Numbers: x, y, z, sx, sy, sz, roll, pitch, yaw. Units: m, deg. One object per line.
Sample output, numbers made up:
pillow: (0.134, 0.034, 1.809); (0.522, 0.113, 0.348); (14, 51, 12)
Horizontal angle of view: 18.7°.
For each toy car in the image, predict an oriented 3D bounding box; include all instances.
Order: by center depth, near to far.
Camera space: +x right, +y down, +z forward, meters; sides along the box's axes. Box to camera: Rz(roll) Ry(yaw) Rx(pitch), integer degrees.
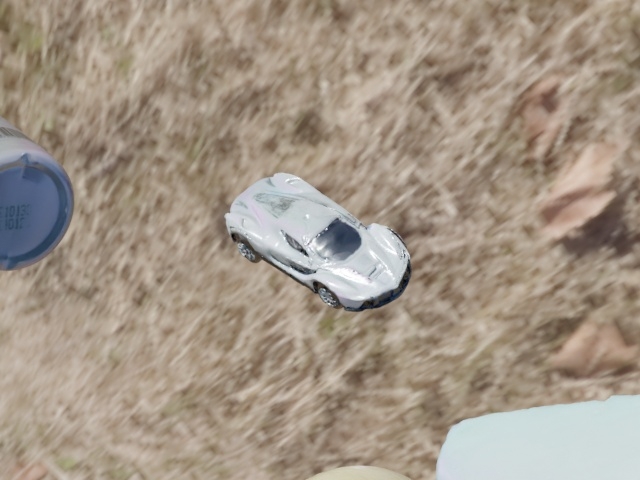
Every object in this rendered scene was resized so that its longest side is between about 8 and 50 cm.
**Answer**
toy car: (0.000, 0.000, 0.823); (0.093, 0.025, 0.041); (27, 61, 38)

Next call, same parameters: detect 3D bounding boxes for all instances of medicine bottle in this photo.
medicine bottle: (-0.179, -0.047, 0.889); (0.057, 0.199, 0.057); (-16, 120, -29)

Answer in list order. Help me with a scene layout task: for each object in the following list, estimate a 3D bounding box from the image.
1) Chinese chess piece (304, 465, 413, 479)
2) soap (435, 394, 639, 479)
Chinese chess piece: (0.028, 0.328, 1.758); (0.250, 0.103, 0.250); (-19, 118, -39)
soap: (0.137, 0.150, 0.584); (0.230, 0.145, 0.091); (56, 40, -36)
